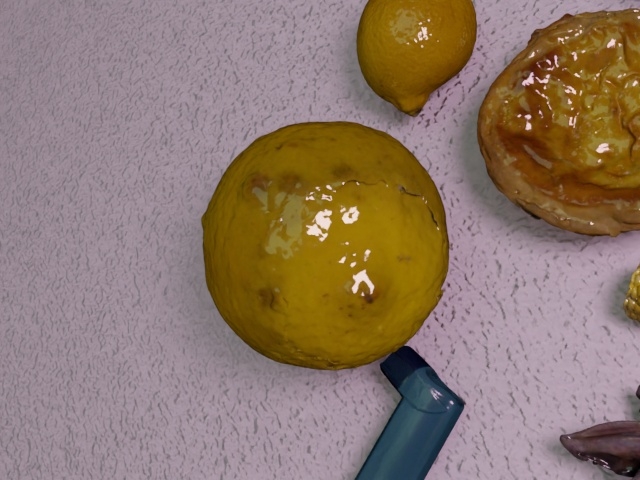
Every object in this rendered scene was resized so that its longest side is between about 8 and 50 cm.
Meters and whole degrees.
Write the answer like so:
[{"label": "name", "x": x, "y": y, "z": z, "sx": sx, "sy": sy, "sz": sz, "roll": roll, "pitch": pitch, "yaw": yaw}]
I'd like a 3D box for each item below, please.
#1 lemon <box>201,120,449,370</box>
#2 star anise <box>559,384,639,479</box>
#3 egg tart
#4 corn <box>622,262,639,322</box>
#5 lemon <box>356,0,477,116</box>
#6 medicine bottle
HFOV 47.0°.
[{"label": "lemon", "x": 0.000, "y": 0.000, "z": 1.035, "sx": 0.350, "sy": 0.350, "sz": 0.387, "roll": -54, "pitch": 24, "yaw": 4}, {"label": "star anise", "x": 0.414, "y": 0.260, "z": 0.837, "sx": 0.258, "sy": 0.110, "sz": 0.198, "roll": -8, "pitch": 44, "yaw": 12}, {"label": "egg tart", "x": 0.384, "y": -0.151, "z": 0.981, "sx": 0.341, "sy": 0.129, "sz": 0.341, "roll": -11, "pitch": 67, "yaw": 27}, {"label": "corn", "x": 0.490, "y": 0.081, "z": 0.862, "sx": 0.244, "sy": 0.093, "sz": 0.093, "roll": 12, "pitch": 80, "yaw": 32}, {"label": "lemon", "x": 0.147, "y": -0.315, "z": 1.141, "sx": 0.187, "sy": 0.187, "sz": 0.244, "roll": 8, "pitch": 84, "yaw": 32}, {"label": "medicine bottle", "x": 0.103, "y": 0.284, "z": 1.029, "sx": 0.124, "sy": 0.079, "sz": 0.258, "roll": 27, "pitch": 89, "yaw": 30}]
